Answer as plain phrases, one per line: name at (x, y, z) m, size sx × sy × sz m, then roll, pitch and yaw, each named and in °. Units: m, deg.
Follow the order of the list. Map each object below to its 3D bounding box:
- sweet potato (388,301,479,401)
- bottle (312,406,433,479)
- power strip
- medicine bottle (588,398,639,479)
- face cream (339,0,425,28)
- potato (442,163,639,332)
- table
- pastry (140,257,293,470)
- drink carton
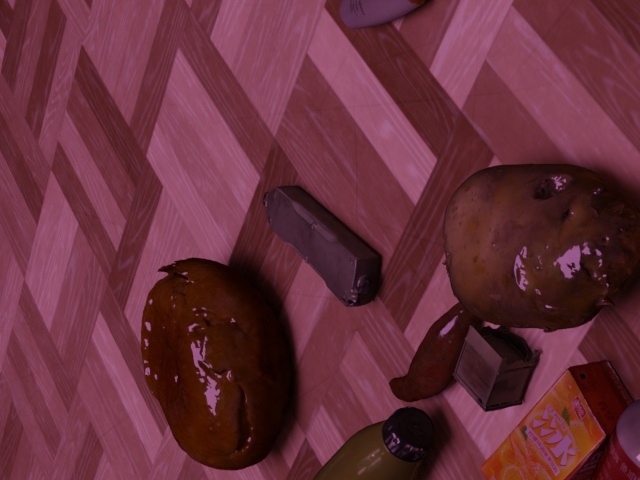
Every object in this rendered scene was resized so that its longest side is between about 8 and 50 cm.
sweet potato at (0.148, 0.161, 1.880) m, size 0.255 × 0.058 × 0.078 m, roll 122°, pitch 147°, yaw -49°
bottle at (0.076, 0.317, 1.971) m, size 0.260 × 0.112 × 0.112 m, roll -54°, pitch 52°, yaw 48°
power strip at (-0.003, 0.000, 2.090) m, size 0.286 × 0.048 × 0.080 m, roll 42°, pitch 128°, yaw 46°
medicine bottle at (0.355, 0.258, 1.498) m, size 0.131 × 0.131 × 0.250 m, roll 51°, pitch 136°, yaw 40°
face cream at (0.090, -0.325, 1.869) m, size 0.182 × 0.051 × 0.072 m, roll -15°, pitch 80°, yaw 57°
potato at (0.252, 0.008, 1.602) m, size 0.296 × 0.141 × 0.192 m, roll 2°, pitch 82°, yaw 59°
table at (0.218, 0.152, 1.757) m, size 0.079 × 0.062 × 0.083 m, roll 48°, pitch 135°, yaw 43°
pastry at (-0.179, 0.203, 2.310) m, size 0.356 × 0.163 × 0.356 m, roll 22°, pitch 117°, yaw 52°
drink carton at (0.282, 0.243, 1.668) m, size 0.096 × 0.071 × 0.223 m, roll 62°, pitch 142°, yaw 29°
